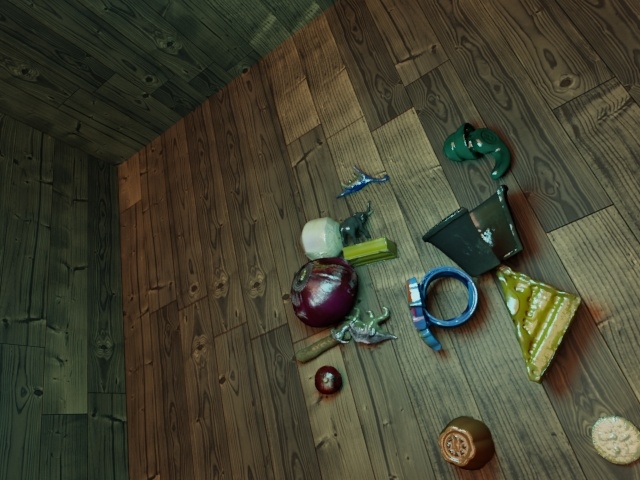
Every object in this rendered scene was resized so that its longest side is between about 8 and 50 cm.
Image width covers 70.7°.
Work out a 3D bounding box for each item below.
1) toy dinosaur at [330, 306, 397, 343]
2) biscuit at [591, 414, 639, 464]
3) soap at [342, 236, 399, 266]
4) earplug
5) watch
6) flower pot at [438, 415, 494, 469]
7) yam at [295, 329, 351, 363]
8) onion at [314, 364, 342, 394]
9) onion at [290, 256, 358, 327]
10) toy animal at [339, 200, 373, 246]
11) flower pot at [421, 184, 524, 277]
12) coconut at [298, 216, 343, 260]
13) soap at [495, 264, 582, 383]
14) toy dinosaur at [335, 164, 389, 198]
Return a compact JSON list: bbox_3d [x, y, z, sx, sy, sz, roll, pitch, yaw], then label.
[{"bbox_3d":[0.192,0.382,2.006,0.294,0.077,0.162,-6,62,23],"label":"toy dinosaur"},{"bbox_3d":[0.961,0.645,1.460,0.152,0.020,0.152,-12,67,30],"label":"biscuit"},{"bbox_3d":[0.229,0.054,2.079,0.233,0.135,0.076,-14,66,30],"label":"soap"},{"bbox_3d":[0.673,-0.389,1.965,0.280,0.164,0.257,-7,106,43],"label":"earplug"},{"bbox_3d":[0.491,0.265,1.788,0.275,0.241,0.305,-18,73,8],"label":"watch"},{"bbox_3d":[0.516,0.735,1.625,0.191,0.173,0.190,-10,69,28],"label":"flower pot"},{"bbox_3d":[0.016,0.488,2.106,0.300,0.066,0.066,-33,58,19],"label":"yam"},{"bbox_3d":[0.034,0.622,2.014,0.131,0.131,0.131,-12,67,29],"label":"onion"},{"bbox_3d":[0.015,0.244,2.025,0.337,0.282,0.260,-34,29,19],"label":"onion"},{"bbox_3d":[0.183,-0.071,2.159,0.082,0.137,0.269,1,32,45],"label":"toy animal"},{"bbox_3d":[0.619,-0.011,1.767,0.379,0.379,0.251,-36,79,18],"label":"flower pot"},{"bbox_3d":[0.000,0.000,2.204,0.234,0.224,0.224,-19,64,20],"label":"coconut"},{"bbox_3d":[0.728,0.301,1.646,0.304,0.169,0.338,26,87,37],"label":"soap"},{"bbox_3d":[0.202,-0.267,2.258,0.188,0.075,0.247,39,90,29],"label":"toy dinosaur"}]
